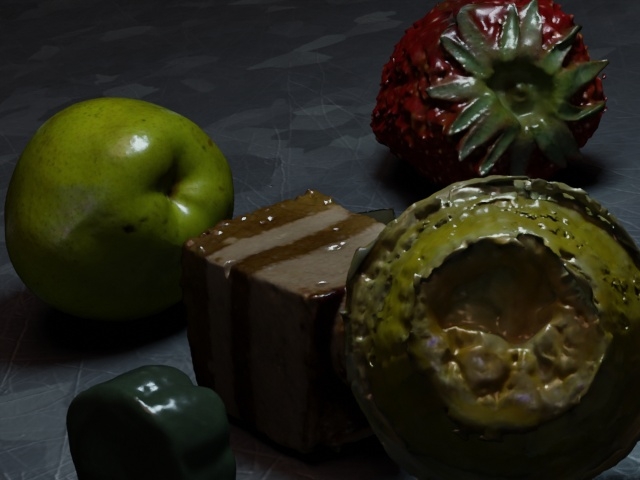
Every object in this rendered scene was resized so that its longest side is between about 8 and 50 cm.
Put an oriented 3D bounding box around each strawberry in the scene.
[{"bbox_3d":[0.220,-0.194,2.379,0.292,0.292,0.343,-13,7,-9],"label":"strawberry"}]

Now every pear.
[{"bbox_3d":[-0.244,-0.036,2.125,0.294,0.294,0.294,-8,21,3],"label":"pear"}]

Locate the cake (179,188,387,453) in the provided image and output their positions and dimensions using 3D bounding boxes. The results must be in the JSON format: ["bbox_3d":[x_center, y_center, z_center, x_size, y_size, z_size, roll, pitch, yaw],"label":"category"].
[{"bbox_3d":[0.014,0.091,1.808,0.196,0.199,0.293,-19,27,-36],"label":"cake"}]

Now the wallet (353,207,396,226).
[{"bbox_3d":[0.000,0.000,2.247,0.198,0.031,0.110,-9,22,1],"label":"wallet"}]

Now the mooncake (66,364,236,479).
[{"bbox_3d":[-0.158,0.201,1.696,0.104,0.168,0.175,-17,53,-46],"label":"mooncake"}]

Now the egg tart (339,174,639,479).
[{"bbox_3d":[0.163,0.085,1.601,0.315,0.315,0.120,-7,-9,7],"label":"egg tart"}]
